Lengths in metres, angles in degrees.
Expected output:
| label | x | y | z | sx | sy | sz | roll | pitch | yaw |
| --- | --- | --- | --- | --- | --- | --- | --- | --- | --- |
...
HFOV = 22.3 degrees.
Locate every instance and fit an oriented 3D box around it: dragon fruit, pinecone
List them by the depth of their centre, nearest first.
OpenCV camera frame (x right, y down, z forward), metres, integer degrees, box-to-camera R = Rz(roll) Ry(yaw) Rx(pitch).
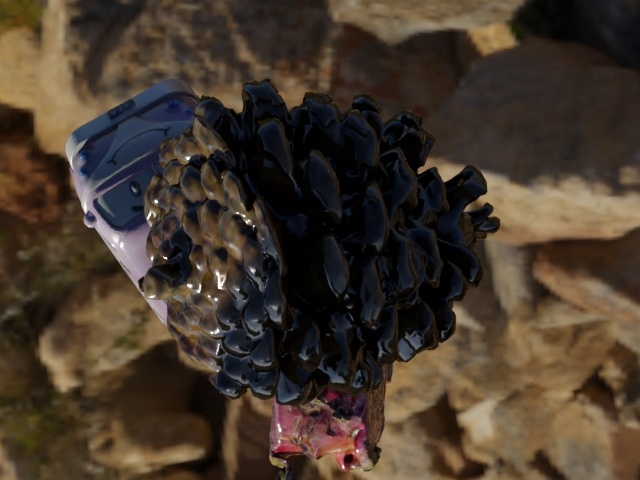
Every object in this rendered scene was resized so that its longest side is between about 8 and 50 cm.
| label | x | y | z | sx | sy | sz | roll | pitch | yaw |
| --- | --- | --- | --- | --- | --- | --- | --- | --- | --- |
| pinecone | -0.007 | 0.010 | 1.154 | 0.243 | 0.257 | 0.243 | -29 | 53 | 46 |
| dragon fruit | 0.017 | 0.156 | 1.830 | 0.211 | 0.147 | 0.282 | 106 | 165 | -79 |

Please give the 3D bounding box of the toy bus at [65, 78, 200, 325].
| label | x | y | z | sx | sy | sz | roll | pitch | yaw |
| --- | --- | --- | --- | --- | --- | --- | --- | --- | --- |
| toy bus | -0.121 | -0.025 | 1.425 | 0.142 | 0.202 | 0.142 | -29 | 46 | 0 |
